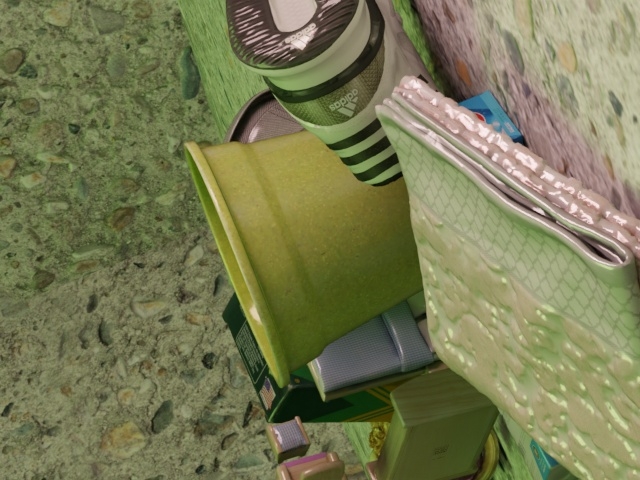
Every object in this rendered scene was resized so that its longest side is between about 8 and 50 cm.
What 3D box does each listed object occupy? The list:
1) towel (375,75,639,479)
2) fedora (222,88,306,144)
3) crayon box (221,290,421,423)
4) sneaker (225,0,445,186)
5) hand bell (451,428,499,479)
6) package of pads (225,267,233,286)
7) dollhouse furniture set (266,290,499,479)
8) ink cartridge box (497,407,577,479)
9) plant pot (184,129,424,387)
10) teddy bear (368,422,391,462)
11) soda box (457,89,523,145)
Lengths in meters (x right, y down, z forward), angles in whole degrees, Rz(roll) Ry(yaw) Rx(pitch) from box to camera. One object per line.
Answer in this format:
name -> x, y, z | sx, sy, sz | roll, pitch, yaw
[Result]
towel -> 0.172, 0.059, 1.224 | 0.332, 0.053, 0.317 | 41, 155, 48
fedora -> -0.025, -0.083, 2.158 | 0.124, 0.243, 0.275 | 21, 130, 41
crayon box -> 0.046, 0.151, 2.113 | 0.081, 0.318, 0.202 | -60, 41, 35
sneaker -> 0.011, -0.206, 1.487 | 0.257, 0.169, 0.447 | 55, -164, -36
hand bell -> 0.198, 0.310, 2.071 | 0.126, 0.126, 0.242 | 65, -174, 24
package of pads -> -0.010, -0.026, 1.939 | 0.296, 0.229, 0.101 | 110, 148, -78
dollhouse furniture set -> 0.051, 0.139, 1.873 | 0.198, 0.286, 0.303 | 102, 151, -54
ink cartridge box -> 0.206, 0.146, 1.500 | 0.104, 0.060, 0.180 | 82, 165, -67
plant pot -> 0.024, -0.018, 1.606 | 0.276, 0.253, 0.276 | 159, 90, -83
teddy bear -> 0.116, 0.267, 2.268 | 0.338, 0.113, 0.245 | -105, -8, -50
soda box -> 0.147, -0.028, 1.377 | 0.210, 0.067, 0.071 | 75, 170, -46
